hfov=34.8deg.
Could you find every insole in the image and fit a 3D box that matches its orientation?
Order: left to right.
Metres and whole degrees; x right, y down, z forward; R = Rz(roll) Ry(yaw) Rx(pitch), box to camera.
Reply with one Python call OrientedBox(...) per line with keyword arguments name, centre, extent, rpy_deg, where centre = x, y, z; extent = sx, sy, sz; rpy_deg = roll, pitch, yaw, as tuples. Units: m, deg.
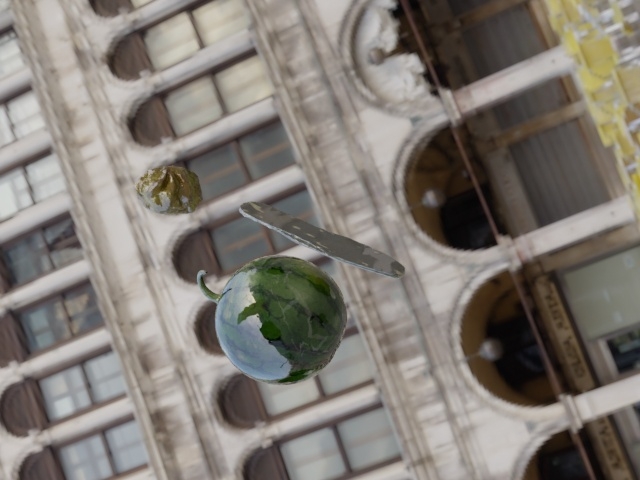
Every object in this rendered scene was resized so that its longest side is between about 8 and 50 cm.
OrientedBox(name="insole", centre=(0.000, 0.000, 1.405), extent=(0.081, 0.247, 0.011), rpy_deg=(-39, -30, -64))

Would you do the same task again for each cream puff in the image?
OrientedBox(name="cream puff", centre=(-0.177, -0.059, 1.186), extent=(0.083, 0.083, 0.058), rpy_deg=(8, -88, -38))

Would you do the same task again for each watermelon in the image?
OrientedBox(name="watermelon", centre=(-0.034, 0.058, 0.756), extent=(0.109, 0.109, 0.109), rpy_deg=(60, -164, -29))
